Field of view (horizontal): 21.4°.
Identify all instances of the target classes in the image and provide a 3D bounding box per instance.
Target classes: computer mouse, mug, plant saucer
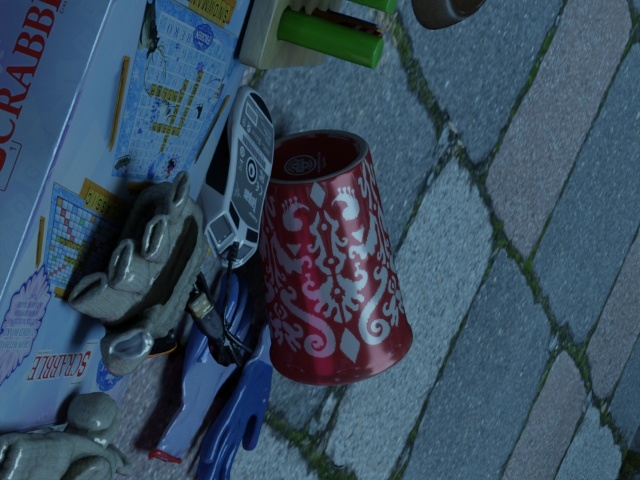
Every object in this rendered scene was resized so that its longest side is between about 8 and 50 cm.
[{"bbox_3d":[-0.069,-0.017,1.166,0.106,0.042,0.193,53,39,-54],"label":"computer mouse"},{"bbox_3d":[-0.007,0.004,1.299,0.113,0.150,0.169,-25,122,-25],"label":"mug"},{"bbox_3d":[0.130,-0.260,1.460,0.168,0.029,0.168,-46,146,-43],"label":"plant saucer"}]

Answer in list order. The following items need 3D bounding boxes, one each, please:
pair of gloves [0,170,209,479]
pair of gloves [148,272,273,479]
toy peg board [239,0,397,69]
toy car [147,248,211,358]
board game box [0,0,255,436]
[{"bbox_3d":[-0.118,0.084,0.943,0.204,0.042,0.240,79,35,-76],"label":"pair of gloves"},{"bbox_3d":[-0.076,0.115,1.329,0.159,0.023,0.198,-66,159,-11],"label":"pair of gloves"},{"bbox_3d":[0.027,-0.181,1.086,0.160,0.079,0.161,-24,132,-74],"label":"toy peg board"},{"bbox_3d":[-0.104,0.046,1.174,0.122,0.060,0.040,-33,167,-45],"label":"toy car"},{"bbox_3d":[-0.126,-0.051,0.937,0.319,0.066,0.318,24,87,-81],"label":"board game box"}]
